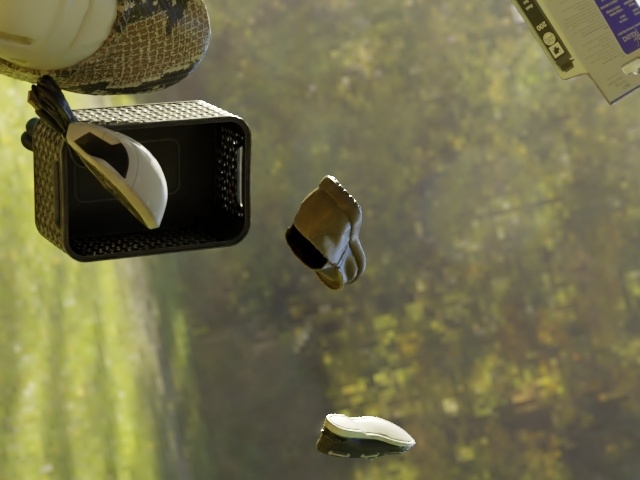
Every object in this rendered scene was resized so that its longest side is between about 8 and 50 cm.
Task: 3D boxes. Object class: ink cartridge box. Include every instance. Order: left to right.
[{"bbox_3d":[0.335,-0.272,2.269,0.206,0.045,0.208,-29,85,-50],"label":"ink cartridge box"}]

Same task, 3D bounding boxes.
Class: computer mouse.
[{"bbox_3d":[-0.168,-0.069,1.473,0.193,0.042,0.106,39,-13,48],"label":"computer mouse"}]

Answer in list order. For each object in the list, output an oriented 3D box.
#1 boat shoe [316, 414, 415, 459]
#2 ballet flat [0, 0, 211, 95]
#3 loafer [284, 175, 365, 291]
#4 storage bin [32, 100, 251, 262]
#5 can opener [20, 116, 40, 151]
[{"bbox_3d":[0.047,0.210,1.902,0.125,0.038,0.046,11,22,-46],"label":"boat shoe"},{"bbox_3d":[-0.324,-0.245,1.553,0.164,0.483,0.182,-62,-172,12],"label":"ballet flat"},{"bbox_3d":[0.000,0.000,1.382,0.056,0.050,0.148,50,-14,23],"label":"loafer"},{"bbox_3d":[-0.160,-0.055,1.644,0.084,0.180,0.122,27,-60,59],"label":"storage bin"},{"bbox_3d":[-0.191,-0.081,1.729,0.059,0.186,0.073,-49,-152,48],"label":"can opener"}]
